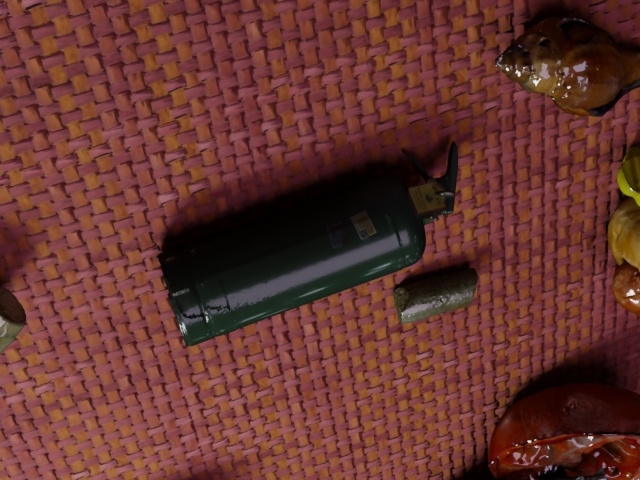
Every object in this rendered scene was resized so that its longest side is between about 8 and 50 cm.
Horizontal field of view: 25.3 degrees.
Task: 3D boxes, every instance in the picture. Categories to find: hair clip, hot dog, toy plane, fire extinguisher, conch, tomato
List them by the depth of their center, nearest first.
[{"bbox_3d":[0.255,-0.157,1.346,0.233,0.080,0.086,20,129,-39],"label":"conch"},{"bbox_3d":[0.000,0.000,1.372,0.311,0.114,0.095,-18,176,-7],"label":"fire extinguisher"},{"bbox_3d":[0.382,-0.068,1.508,0.173,0.072,0.046,-5,155,-30],"label":"hair clip"},{"bbox_3d":[0.431,0.033,1.573,0.257,0.150,0.153,-2,123,-25],"label":"hot dog"},{"bbox_3d":[0.312,0.297,1.724,0.083,0.031,0.078,-21,157,25],"label":"toy plane"},{"bbox_3d":[0.314,0.239,1.750,0.228,0.101,0.228,-3,148,-2],"label":"tomato"}]

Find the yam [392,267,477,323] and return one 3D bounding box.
[{"bbox_3d":[0.125,0.059,1.523,0.094,0.043,0.043,-13,136,-13],"label":"yam"}]

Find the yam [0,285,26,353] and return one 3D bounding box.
[{"bbox_3d":[-0.419,0.171,1.344,0.371,0.083,0.083,-40,136,16],"label":"yam"}]
